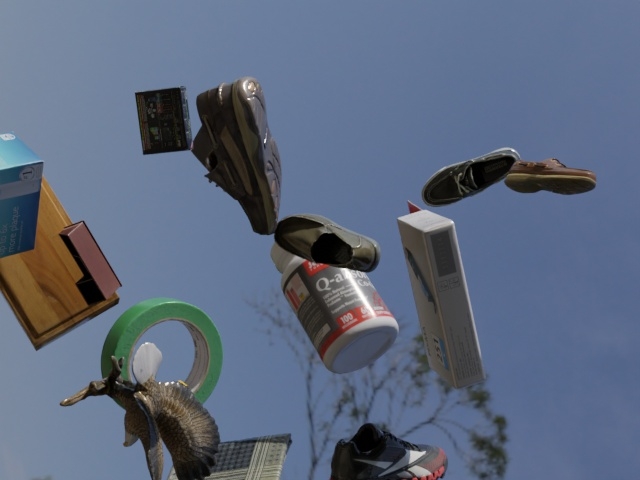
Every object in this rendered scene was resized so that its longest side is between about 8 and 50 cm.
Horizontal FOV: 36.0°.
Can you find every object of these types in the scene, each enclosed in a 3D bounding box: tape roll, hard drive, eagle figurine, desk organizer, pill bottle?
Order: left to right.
[{"bbox_3d":[-0.386,0.038,1.624,0.047,0.050,0.130,-17,-70,28],"label":"desk organizer"},{"bbox_3d":[-0.348,0.383,2.036,0.298,0.226,0.225,42,-22,14],"label":"eagle figurine"},{"bbox_3d":[-0.411,0.313,2.580,0.077,0.321,0.321,11,-75,53],"label":"tape roll"},{"bbox_3d":[-0.250,-0.214,2.729,0.254,0.054,0.172,43,-30,-2],"label":"hard drive"},{"bbox_3d":[0.025,0.138,2.498,0.363,0.210,0.210,57,-37,30],"label":"pill bottle"}]

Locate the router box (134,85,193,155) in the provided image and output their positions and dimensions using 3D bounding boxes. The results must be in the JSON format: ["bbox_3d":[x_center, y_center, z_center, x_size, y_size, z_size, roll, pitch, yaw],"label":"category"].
[{"bbox_3d":[-0.295,-0.226,1.862,0.038,0.092,0.123,-39,124,-76],"label":"router box"}]

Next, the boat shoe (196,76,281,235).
[{"bbox_3d":[-0.155,-0.158,1.892,0.132,0.130,0.355,-81,166,-49],"label":"boat shoe"}]

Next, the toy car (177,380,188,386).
[{"bbox_3d":[-0.332,0.377,2.417,0.040,0.060,0.122,31,-50,26],"label":"toy car"}]

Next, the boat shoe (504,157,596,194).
[{"bbox_3d":[0.416,-0.122,1.780,0.178,0.064,0.060,5,-112,44],"label":"boat shoe"}]

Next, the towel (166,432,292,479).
[{"bbox_3d":[-0.230,0.579,2.278,0.324,0.312,0.056,-71,146,-60],"label":"towel"}]

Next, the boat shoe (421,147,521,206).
[{"bbox_3d":[0.300,-0.128,2.006,0.219,0.070,0.078,-26,-87,19],"label":"boat shoe"}]

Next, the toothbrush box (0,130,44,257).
[{"bbox_3d":[-0.696,-0.066,1.878,0.126,0.295,0.216,39,-53,32],"label":"toothbrush box"}]

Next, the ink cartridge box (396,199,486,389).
[{"bbox_3d":[0.200,0.091,1.795,0.261,0.066,0.296,-143,-142,-73],"label":"ink cartridge box"}]

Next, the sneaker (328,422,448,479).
[{"bbox_3d":[0.130,0.402,1.832,0.097,0.276,0.135,2,-87,55],"label":"sneaker"}]

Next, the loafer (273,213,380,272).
[{"bbox_3d":[0.000,0.000,1.973,0.251,0.087,0.094,14,-85,34],"label":"loafer"}]

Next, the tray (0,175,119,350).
[{"bbox_3d":[-0.629,0.008,2.127,0.411,0.202,0.076,57,-20,5],"label":"tray"}]
